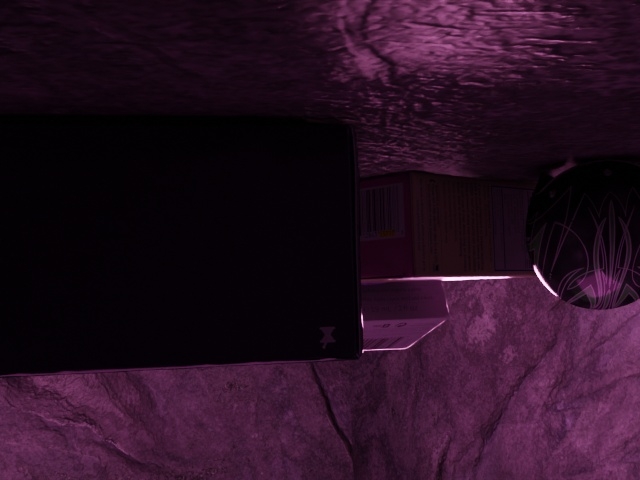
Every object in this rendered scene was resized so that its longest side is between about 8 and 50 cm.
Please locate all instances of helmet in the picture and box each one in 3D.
[{"bbox_3d":[0.299,-0.009,1.007,0.170,0.169,0.161,-2,-166,6],"label":"helmet"}]

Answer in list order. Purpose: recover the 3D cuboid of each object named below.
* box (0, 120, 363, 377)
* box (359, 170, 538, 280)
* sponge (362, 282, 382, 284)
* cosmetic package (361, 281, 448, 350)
[{"bbox_3d":[-0.167,0.012,0.787,0.344,0.178,0.312,-1,178,-13],"label":"box"},{"bbox_3d":[0.115,-0.009,1.141,0.243,0.117,0.214,2,175,-41],"label":"box"},{"bbox_3d":[0.000,0.000,1.208,0.210,0.117,0.031,2,170,-42],"label":"sponge"},{"bbox_3d":[0.078,0.058,1.407,0.151,0.183,0.151,-1,156,-23],"label":"cosmetic package"}]
